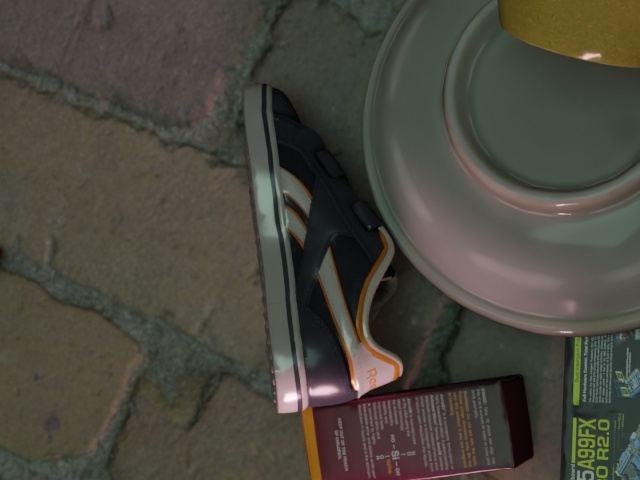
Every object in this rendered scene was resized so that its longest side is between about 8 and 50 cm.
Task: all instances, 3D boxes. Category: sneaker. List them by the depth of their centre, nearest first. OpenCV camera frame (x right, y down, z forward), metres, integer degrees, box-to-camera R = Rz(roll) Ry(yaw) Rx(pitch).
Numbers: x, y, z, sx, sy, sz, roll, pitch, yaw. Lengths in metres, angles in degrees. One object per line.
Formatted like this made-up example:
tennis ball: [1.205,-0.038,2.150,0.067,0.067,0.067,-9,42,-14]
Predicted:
sneaker: [0.000,0.000,1.673,0.127,0.126,0.321,-8,68,-3]

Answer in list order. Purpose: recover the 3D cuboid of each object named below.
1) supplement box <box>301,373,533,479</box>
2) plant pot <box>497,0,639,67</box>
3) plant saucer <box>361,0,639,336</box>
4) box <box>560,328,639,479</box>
supplement box: [0.090,0.175,1.658,0.188,0.104,0.081,-9,86,17]
plant pot: [0.239,-0.296,1.438,0.274,0.275,0.294,19,109,17]
plant saucer: [0.220,-0.120,1.589,0.400,0.100,0.401,-4,76,16]
box: [0.325,0.109,1.611,0.216,0.060,0.270,1,88,18]
